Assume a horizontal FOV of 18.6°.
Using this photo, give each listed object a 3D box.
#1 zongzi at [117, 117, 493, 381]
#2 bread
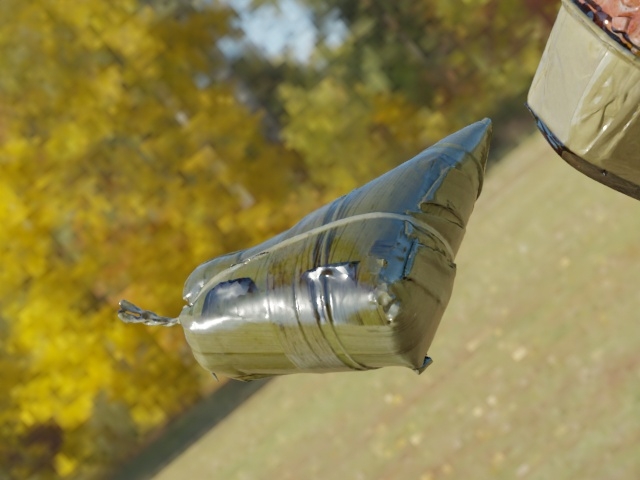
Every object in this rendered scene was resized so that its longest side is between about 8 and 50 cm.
[{"bbox_3d":[0.000,0.000,1.134,0.189,0.081,0.178,-6,44,32],"label":"zongzi"},{"bbox_3d":[0.264,-0.124,1.319,0.224,0.142,0.212,20,-63,-38],"label":"bread"}]
